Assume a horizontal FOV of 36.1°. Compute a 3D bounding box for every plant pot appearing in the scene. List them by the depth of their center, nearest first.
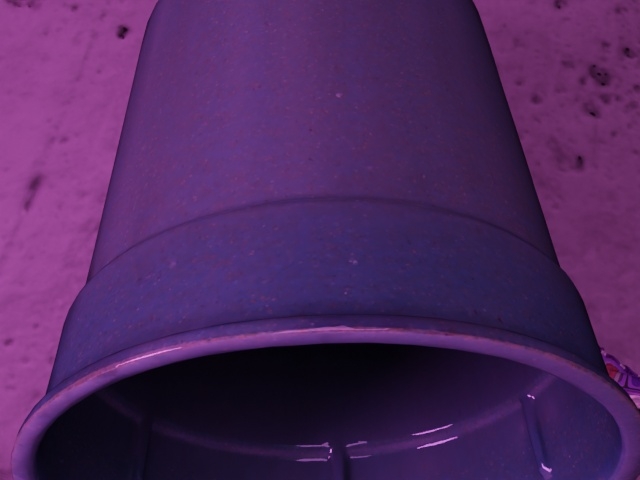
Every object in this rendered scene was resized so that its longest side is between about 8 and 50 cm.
[{"bbox_3d":[0.000,0.000,0.633,0.341,0.341,0.334,-1,56,-2],"label":"plant pot"}]

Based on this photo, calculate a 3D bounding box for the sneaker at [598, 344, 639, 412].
[{"bbox_3d":[0.208,0.102,0.715,0.170,0.068,0.071,11,58,5],"label":"sneaker"}]
